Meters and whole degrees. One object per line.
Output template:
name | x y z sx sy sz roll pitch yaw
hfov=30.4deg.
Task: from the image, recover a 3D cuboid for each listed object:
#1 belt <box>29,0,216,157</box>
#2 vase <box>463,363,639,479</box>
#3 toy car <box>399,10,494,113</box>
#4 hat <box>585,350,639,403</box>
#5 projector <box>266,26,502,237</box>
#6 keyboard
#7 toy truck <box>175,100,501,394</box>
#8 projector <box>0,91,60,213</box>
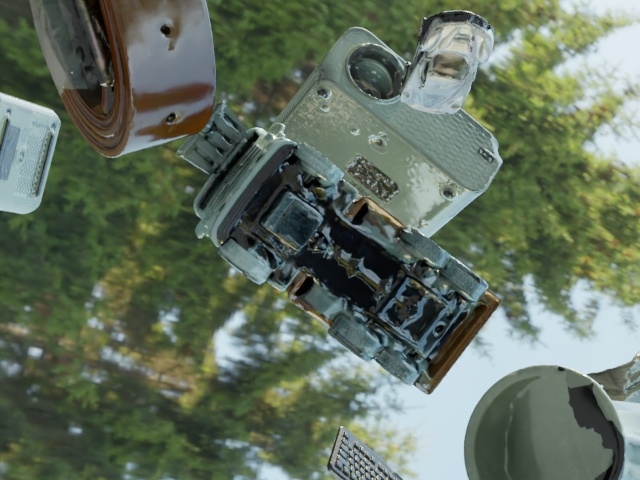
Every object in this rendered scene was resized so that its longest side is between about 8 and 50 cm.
belt | -0.177 -0.205 1.000 0.184 0.105 0.261 -14 -82 59
vase | 0.238 0.191 0.930 0.165 0.360 0.165 -12 -113 30
toy car | 0.071 -0.099 0.669 0.093 0.041 0.025 109 -10 -69
hat | 0.405 0.249 1.509 0.244 0.149 0.214 53 -40 8
projector | 0.074 -0.116 1.472 0.108 0.250 0.198 -53 -174 -35
keyboard | 0.064 0.218 0.975 0.010 0.155 0.053 -35 -160 31
toy truck | 0.000 0.000 1.153 0.133 0.338 0.184 -53 -153 1
projector | -0.487 -0.133 1.521 0.243 0.177 0.163 17 -90 15
